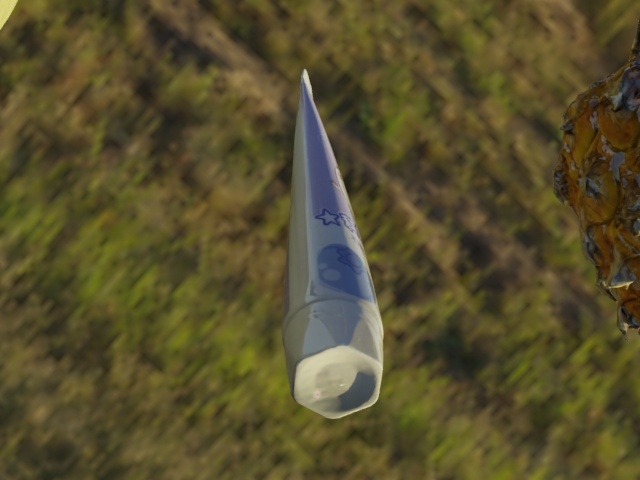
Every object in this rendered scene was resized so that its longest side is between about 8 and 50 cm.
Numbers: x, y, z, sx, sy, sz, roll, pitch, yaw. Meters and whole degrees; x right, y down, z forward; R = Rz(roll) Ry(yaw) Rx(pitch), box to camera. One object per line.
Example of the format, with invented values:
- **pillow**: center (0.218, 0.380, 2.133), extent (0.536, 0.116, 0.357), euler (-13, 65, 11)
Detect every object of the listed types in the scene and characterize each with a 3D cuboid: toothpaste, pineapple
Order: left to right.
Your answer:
- **toothpaste**: center (0.000, 0.000, 1.631), extent (0.371, 0.080, 0.125), euler (-97, 176, -55)
- **pineapple**: center (0.266, -0.100, 1.578), extent (0.158, 0.334, 0.161), euler (35, 12, 26)

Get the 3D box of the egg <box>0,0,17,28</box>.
- **egg**: center (-0.331, -0.221, 1.313), extent (0.295, 0.218, 0.218), euler (25, 9, 28)
